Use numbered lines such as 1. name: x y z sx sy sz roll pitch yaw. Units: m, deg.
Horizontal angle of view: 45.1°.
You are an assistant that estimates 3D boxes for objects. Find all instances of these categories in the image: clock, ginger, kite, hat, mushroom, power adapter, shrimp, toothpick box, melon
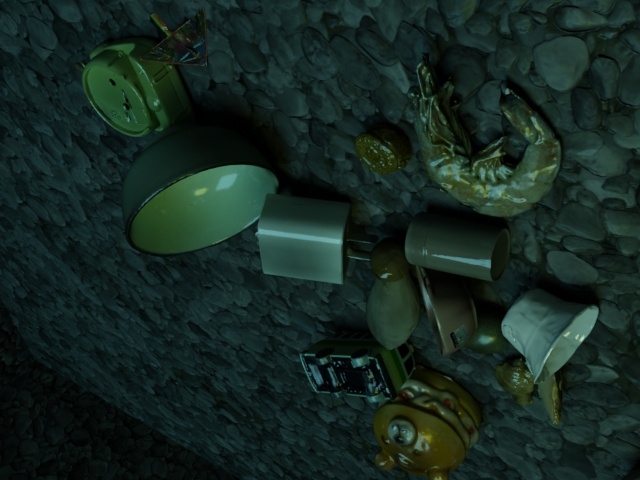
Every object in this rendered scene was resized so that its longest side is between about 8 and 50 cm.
1. clock: -0.439 -0.338 1.749 0.308 0.096 0.235 11 139 35
2. ginger: 0.442 0.325 1.757 0.096 0.067 0.165 18 146 24
3. kite: -0.286 -0.401 1.557 0.190 0.010 0.159 -30 134 28
4. hat: 0.436 0.169 1.508 0.126 0.203 0.203 42 151 29
5. mushroom: 0.160 0.132 1.726 0.128 0.128 0.350 21 144 23
6. power adapter: 0.000 0.000 1.696 0.255 0.124 0.187 6 141 8
7. shrimp: 0.270 -0.178 1.314 0.247 0.085 0.360 -13 126 39
8. toothpick box: 0.266 0.011 1.504 0.180 0.111 0.111 13 139 31
9. melon: 0.494 0.294 1.659 0.054 0.098 0.182 -6 115 14
10. melon: 0.351 0.195 1.657 0.098 0.098 0.130 52 151 -20

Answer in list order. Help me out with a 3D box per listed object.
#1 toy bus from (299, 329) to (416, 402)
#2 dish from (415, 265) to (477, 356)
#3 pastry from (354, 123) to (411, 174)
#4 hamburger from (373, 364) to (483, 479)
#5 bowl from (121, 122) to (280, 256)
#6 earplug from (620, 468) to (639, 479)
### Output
1. toy bus: 0.099 0.311 1.966 0.276 0.165 0.133 -4 113 46
2. dish: 0.268 0.130 1.602 0.090 0.213 0.213 -15 131 2
3. pastry: 0.119 -0.174 1.470 0.109 0.057 0.097 35 152 7
4. hamburger: 0.255 0.484 1.967 0.276 0.237 0.276 22 143 18
5. bowl: -0.283 -0.133 1.690 0.185 0.354 0.354 64 154 22
6. earplug: 0.765 0.546 1.650 0.214 0.175 0.325 32 137 -2
